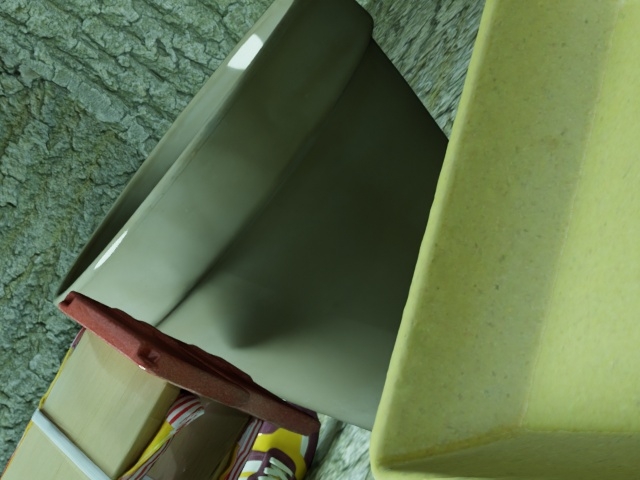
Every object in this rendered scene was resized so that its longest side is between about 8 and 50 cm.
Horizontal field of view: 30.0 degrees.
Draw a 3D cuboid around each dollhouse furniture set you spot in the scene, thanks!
[{"bbox_3d":[-0.045,0.199,0.648,0.374,0.152,0.201,28,87,44],"label":"dollhouse furniture set"}]

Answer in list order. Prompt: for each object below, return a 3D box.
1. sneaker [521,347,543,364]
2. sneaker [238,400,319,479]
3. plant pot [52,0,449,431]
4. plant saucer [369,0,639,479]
[{"bbox_3d":[0.092,0.117,0.681,0.258,0.094,0.091,-48,16,22],"label":"sneaker"},{"bbox_3d":[-0.051,0.223,1.018,0.185,0.069,0.084,-59,21,-4],"label":"sneaker"},{"bbox_3d":[0.000,0.000,0.929,0.323,0.280,0.323,-49,11,13],"label":"plant pot"},{"bbox_3d":[0.161,-0.041,0.497,0.332,0.081,0.333,-19,53,66],"label":"plant saucer"}]
